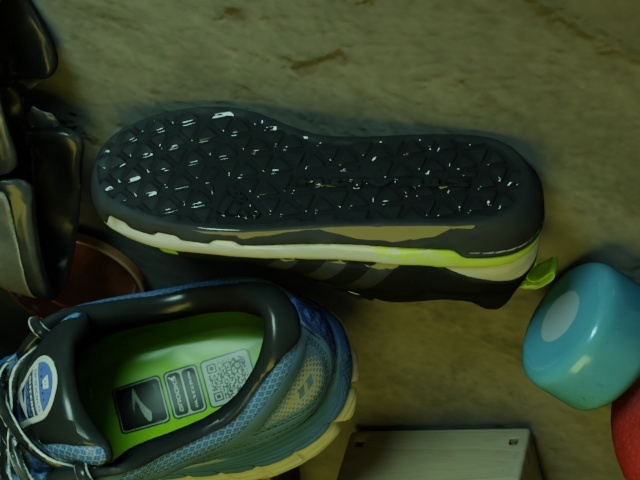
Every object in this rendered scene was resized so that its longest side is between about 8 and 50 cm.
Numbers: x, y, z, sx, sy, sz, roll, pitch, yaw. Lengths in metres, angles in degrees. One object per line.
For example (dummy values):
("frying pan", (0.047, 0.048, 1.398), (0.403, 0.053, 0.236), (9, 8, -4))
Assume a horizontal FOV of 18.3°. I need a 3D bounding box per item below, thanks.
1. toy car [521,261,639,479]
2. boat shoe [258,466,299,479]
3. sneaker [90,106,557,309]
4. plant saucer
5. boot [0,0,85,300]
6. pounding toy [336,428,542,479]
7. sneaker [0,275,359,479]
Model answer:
("toy car", (0.223, 0.129, 0.954), (0.219, 0.238, 0.210), (31, 138, -19))
("boat shoe", (-0.052, 0.136, 1.181), (0.073, 0.073, 0.207), (8, 133, 11))
("sneaker", (0.000, 0.000, 0.990), (0.234, 0.084, 0.097), (7, 142, 9))
("plant saucer", (-0.137, 0.022, 1.113), (0.083, 0.013, 0.083), (8, 141, 7))
("boot", (-0.234, 0.011, 1.039), (0.222, 0.118, 0.338), (7, 137, 7))
("pounding toy", (0.072, 0.178, 1.187), (0.130, 0.100, 0.141), (-3, 127, 19))
("sneaker", (-0.147, 0.093, 1.029), (0.330, 0.130, 0.147), (-24, 157, 1))
